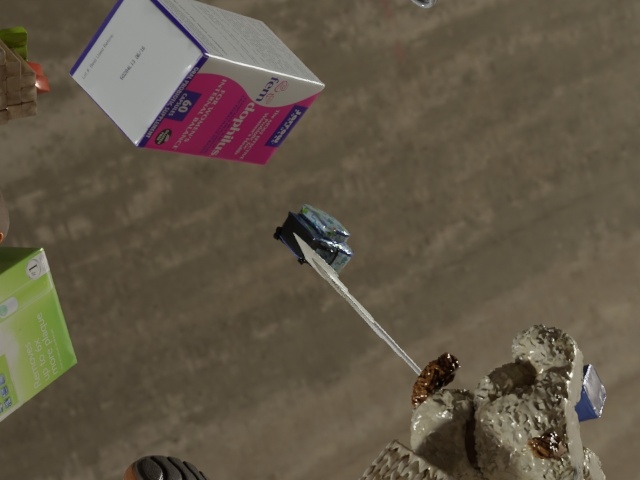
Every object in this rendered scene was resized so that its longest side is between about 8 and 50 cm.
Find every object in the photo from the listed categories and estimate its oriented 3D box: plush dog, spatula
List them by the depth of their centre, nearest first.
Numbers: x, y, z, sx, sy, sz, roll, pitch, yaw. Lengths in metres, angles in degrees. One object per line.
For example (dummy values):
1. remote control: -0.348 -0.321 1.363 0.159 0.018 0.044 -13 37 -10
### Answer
1. plush dog: 0.222 0.257 1.828 0.225 0.262 0.210 -9 -175 28
2. spatula: 0.056 0.092 1.939 0.019 0.242 0.168 -45 -142 -2

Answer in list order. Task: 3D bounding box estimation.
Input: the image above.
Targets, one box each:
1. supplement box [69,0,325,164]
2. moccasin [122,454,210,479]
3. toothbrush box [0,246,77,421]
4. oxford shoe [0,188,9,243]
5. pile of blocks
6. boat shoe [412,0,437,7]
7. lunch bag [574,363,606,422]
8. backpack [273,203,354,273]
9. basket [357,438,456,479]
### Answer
1. supplement box: -0.113 -0.155 1.366 0.111 0.114 0.220 -52 157 19
2. moccasin: -0.215 0.468 2.349 0.147 0.139 0.380 -35 144 6
3. toothbrush box: -0.519 0.157 2.131 0.122 0.206 0.283 2 -155 33
4. oxford shoe: -0.508 -0.034 2.073 0.130 0.133 0.364 -36 -160 6
5. pile of blocks: -0.460 -0.247 1.977 0.112 0.149 0.362 -14 -167 -29
6. boat shoe: 0.038 -0.391 1.621 0.118 0.320 0.103 -7 -123 47
7. lunch bag: 0.400 0.245 2.221 0.065 0.067 0.098 -21 -165 28
8. backpack: 0.000 0.000 2.315 0.084 0.114 0.105 -53 -133 8
9. basket: 0.090 0.337 1.763 0.113 0.103 0.167 -47 165 -27
